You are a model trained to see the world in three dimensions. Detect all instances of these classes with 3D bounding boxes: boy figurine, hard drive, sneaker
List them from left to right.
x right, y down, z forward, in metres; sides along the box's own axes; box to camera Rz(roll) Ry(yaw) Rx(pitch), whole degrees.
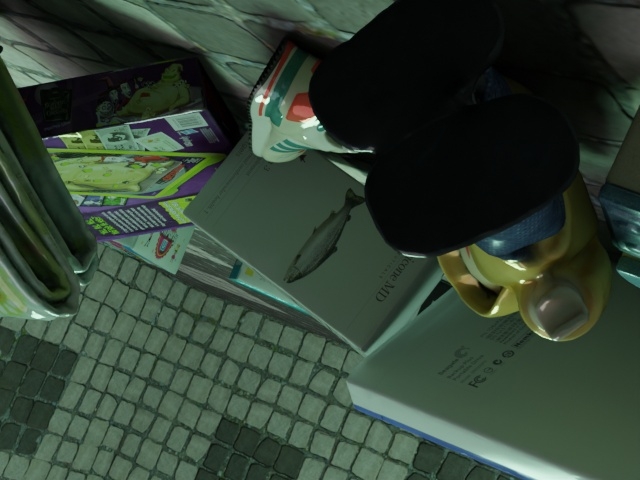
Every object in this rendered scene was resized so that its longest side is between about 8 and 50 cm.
[{"bbox_3d":[-0.001,-0.072,0.751,0.075,0.057,0.161,28,170,5],"label":"sneaker"},{"bbox_3d":[0.078,-0.029,0.568,0.177,0.092,0.285,62,-173,15],"label":"boy figurine"},{"bbox_3d":[0.201,0.093,0.815,0.318,0.210,0.040,16,132,46],"label":"hard drive"}]

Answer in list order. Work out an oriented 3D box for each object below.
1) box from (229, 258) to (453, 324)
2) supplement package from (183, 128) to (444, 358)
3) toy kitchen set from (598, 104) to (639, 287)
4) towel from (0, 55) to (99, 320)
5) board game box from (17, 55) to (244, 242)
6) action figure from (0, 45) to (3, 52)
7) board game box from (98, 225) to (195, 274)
[{"bbox_3d":[0.025,0.050,1.383,0.244,0.100,0.060,25,174,-12],"label":"box"},{"bbox_3d":[0.000,0.000,0.932,0.179,0.105,0.105,36,175,15],"label":"supplement package"},{"bbox_3d":[0.232,0.033,0.538,0.207,0.122,0.166,20,172,22],"label":"toy kitchen set"},{"bbox_3d":[-0.344,-0.091,0.775,0.374,0.090,0.320,5,130,33],"label":"towel"},{"bbox_3d":[-0.166,-0.062,0.994,0.208,0.056,0.347,-14,169,2],"label":"board game box"},{"bbox_3d":[-0.336,-0.158,0.900,0.275,0.141,0.164,-18,137,38],"label":"action figure"},{"bbox_3d":[-0.369,-0.061,1.822,0.303,0.097,0.224,21,173,13],"label":"board game box"}]
